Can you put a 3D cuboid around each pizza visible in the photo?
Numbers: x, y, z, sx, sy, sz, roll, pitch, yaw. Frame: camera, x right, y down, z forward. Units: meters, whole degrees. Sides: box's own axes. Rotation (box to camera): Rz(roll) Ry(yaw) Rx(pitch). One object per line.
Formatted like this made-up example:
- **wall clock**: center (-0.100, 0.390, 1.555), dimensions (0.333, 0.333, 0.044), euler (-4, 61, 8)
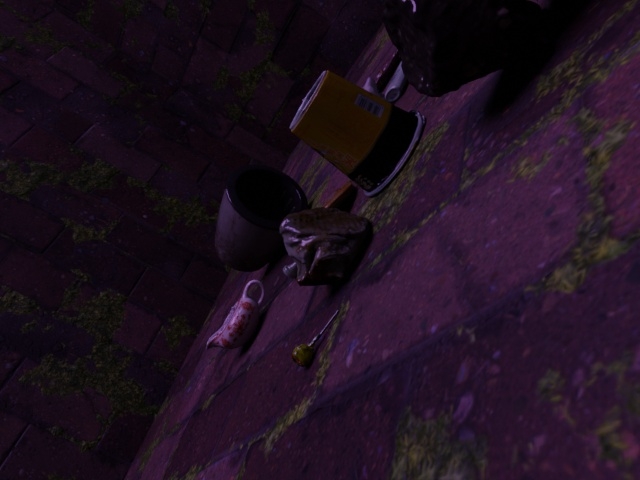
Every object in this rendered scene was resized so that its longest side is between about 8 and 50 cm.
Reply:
- **pizza**: center (0.015, -0.085, 1.311), dimensions (0.181, 0.034, 0.262), euler (-44, 3, -5)

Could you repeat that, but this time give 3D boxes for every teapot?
- **teapot**: center (-0.233, 0.230, 1.448), dimensions (0.245, 0.116, 0.159), euler (-63, 0, -8)

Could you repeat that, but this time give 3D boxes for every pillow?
- **pillow**: center (0.231, -0.598, 1.747), dimensions (0.184, 0.043, 0.118), euler (-57, 6, -4)

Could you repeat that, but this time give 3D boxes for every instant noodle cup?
- **instant noodle cup**: center (0.070, -0.241, 1.068), dimensions (0.215, 0.236, 0.215), euler (-53, 16, 22)

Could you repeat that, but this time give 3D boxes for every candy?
- **candy**: center (-0.005, 0.171, 0.875), dimensions (0.123, 0.035, 0.035), euler (-50, 0, -3)

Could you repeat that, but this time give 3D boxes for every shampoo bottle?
- **shampoo bottle**: center (0.241, -0.488, 1.439), dimensions (0.190, 0.041, 0.069), euler (-65, 8, -26)

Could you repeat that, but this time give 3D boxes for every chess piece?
- **chess piece**: center (-0.059, 0.058, 1.336), dimensions (0.093, 0.042, 0.042), euler (-48, 14, 14)

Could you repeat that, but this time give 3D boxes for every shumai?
- **shumai**: center (0.018, 0.021, 0.994), dimensions (0.184, 0.184, 0.141), euler (-89, 2, -67)

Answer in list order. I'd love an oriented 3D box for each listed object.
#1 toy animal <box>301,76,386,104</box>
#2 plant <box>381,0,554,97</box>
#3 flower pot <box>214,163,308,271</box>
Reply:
- **toy animal**: center (0.097, -0.402, 1.553), dimensions (0.258, 0.193, 0.357), euler (-38, 23, -17)
- **plant**: center (0.241, -0.341, 0.719), dimensions (0.276, 0.188, 0.199), euler (-32, 13, 0)
- **flower pot**: center (-0.237, -0.056, 1.777), dimensions (0.330, 0.294, 0.293), euler (-58, 10, 42)
